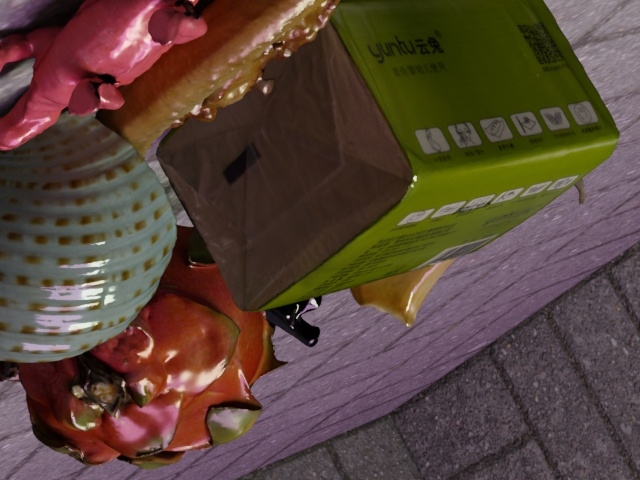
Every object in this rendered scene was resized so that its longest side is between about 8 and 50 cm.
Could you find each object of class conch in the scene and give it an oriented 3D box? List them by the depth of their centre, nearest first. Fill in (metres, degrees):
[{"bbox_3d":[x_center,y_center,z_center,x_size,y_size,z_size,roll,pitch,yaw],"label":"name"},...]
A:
[{"bbox_3d":[-0.196,0.010,1.109,0.131,0.172,0.200,-60,173,-41],"label":"conch"}]

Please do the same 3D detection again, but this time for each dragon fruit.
[{"bbox_3d":[-0.153,0.085,1.397,0.224,0.224,0.227,-34,162,30],"label":"dragon fruit"}]

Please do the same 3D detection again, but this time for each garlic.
[{"bbox_3d":[0.122,-0.032,1.625,0.245,0.164,0.145,-38,148,22],"label":"garlic"}]

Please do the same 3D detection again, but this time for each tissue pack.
[{"bbox_3d":[0.054,-0.073,1.285,0.275,0.167,0.200,-12,158,-49],"label":"tissue pack"}]

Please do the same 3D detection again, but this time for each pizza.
[{"bbox_3d":[-0.055,-0.122,1.092,0.271,0.056,0.134,-36,174,23],"label":"pizza"}]

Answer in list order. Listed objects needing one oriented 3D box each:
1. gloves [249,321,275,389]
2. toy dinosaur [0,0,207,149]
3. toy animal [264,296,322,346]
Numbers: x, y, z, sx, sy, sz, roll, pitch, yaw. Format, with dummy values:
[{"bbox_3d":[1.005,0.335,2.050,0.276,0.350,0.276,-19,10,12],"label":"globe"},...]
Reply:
[{"bbox_3d":[-0.127,0.134,1.937,0.135,0.107,0.268,11,156,-19],"label":"gloves"},{"bbox_3d":[-0.081,-0.140,0.991,0.286,0.070,0.139,-36,176,22],"label":"toy dinosaur"},{"bbox_3d":[0.002,-0.004,1.737,0.210,0.121,0.117,-40,129,-24],"label":"toy animal"}]
